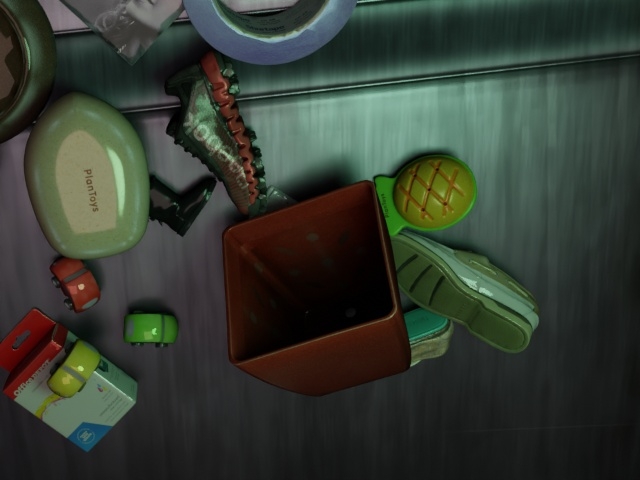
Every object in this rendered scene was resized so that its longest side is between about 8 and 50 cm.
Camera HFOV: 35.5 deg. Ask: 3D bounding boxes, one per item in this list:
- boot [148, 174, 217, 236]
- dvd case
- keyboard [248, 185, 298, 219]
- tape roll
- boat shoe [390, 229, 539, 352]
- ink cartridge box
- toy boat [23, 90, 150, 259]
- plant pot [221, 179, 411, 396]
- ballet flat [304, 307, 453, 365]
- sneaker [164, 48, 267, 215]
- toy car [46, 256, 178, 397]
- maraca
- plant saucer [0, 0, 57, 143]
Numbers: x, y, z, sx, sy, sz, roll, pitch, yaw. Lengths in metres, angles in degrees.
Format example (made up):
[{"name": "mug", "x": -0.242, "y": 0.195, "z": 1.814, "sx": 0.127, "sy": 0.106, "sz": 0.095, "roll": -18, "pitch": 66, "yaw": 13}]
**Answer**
[{"name": "boot", "x": -0.241, "y": -0.073, "z": 1.654, "sx": 0.099, "sy": 0.045, "sz": 0.121, "roll": 33, "pitch": 102, "yaw": -11}, {"name": "dvd case", "x": -0.278, "y": -0.404, "z": 1.534, "sx": 0.164, "sy": 0.018, "sz": 0.221, "roll": 42, "pitch": 100, "yaw": -19}, {"name": "keyboard", "x": 0.000, "y": 0.000, "z": 1.729, "sx": 0.256, "sy": 0.014, "sz": 0.072, "roll": 32, "pitch": 109, "yaw": -17}, {"name": "tape roll", "x": -0.078, "y": -0.406, "z": 1.489, "sx": 0.275, "sy": 0.090, "sz": 0.274, "roll": -8, "pitch": 124, "yaw": -11}, {"name": "boat shoe", "x": 0.241, "y": 0.073, "z": 1.734, "sx": 0.302, "sy": 0.103, "sz": 0.113, "roll": 36, "pitch": 136, "yaw": 1}, {"name": "ink cartridge box", "x": -0.447, "y": 0.241, "z": 1.726, "sx": 0.231, "sy": 0.078, "sz": 0.134, "roll": 41, "pitch": 100, "yaw": -18}, {"name": "toy boat", "x": -0.432, "y": -0.099, "z": 1.575, "sx": 0.318, "sy": 0.148, "sz": 0.267, "roll": -5, "pitch": 105, "yaw": -11}, {"name": "plant pot", "x": 0.015, "y": 0.107, "z": 1.619, "sx": 0.267, "sy": 0.267, "sz": 0.235, "roll": -18, "pitch": 140, "yaw": 13}, {"name": "ballet flat", "x": 0.086, "y": 0.204, "z": 1.772, "sx": 0.316, "sy": 0.107, "sz": 0.106, "roll": -12, "pitch": 137, "yaw": -1}, {"name": "sneaker", "x": -0.170, "y": -0.159, "z": 1.599, "sx": 0.135, "sy": 0.097, "sz": 0.276, "roll": -18, "pitch": 110, "yaw": 0}, {"name": "toy car", "x": -0.342, "y": 0.144, "z": 1.683, "sx": 0.225, "sy": 0.053, "sz": 0.239, "roll": 4, "pitch": 81, "yaw": -26}, {"name": "maraca", "x": 0.170, "y": -0.074, "z": 1.675, "sx": 0.186, "sy": 0.099, "sz": 0.127, "roll": -15, "pitch": 78, "yaw": 13}, {"name": "plant saucer", "x": -0.564, "y": -0.282, "z": 1.530, "sx": 0.311, "sy": 0.050, "sz": 0.310, "roll": -2, "pitch": 110, "yaw": -6}]
